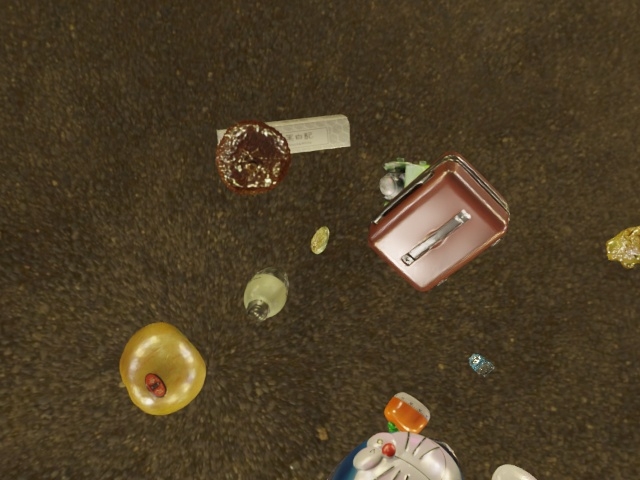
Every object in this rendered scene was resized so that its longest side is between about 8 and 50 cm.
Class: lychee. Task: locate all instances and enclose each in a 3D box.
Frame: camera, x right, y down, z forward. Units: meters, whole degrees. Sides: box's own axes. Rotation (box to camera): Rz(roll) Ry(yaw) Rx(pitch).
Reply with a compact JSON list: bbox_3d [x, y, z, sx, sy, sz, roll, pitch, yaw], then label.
[{"bbox_3d":[-0.162,-0.205,1.533,0.194,0.194,0.195,2,78,-10],"label":"lychee"}]

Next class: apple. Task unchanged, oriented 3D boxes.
[{"bbox_3d":[-0.320,0.260,1.260,0.155,0.182,0.182,-41,88,-16],"label":"apple"}]

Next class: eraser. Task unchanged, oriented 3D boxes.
[{"bbox_3d":[-0.114,-0.321,1.949,0.403,0.098,0.097,-8,110,-10],"label":"eraser"}]

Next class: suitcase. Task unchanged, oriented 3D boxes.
[{"bbox_3d":[0.278,-0.043,1.500,0.236,0.297,0.161,42,32,-10],"label":"suitcase"}]

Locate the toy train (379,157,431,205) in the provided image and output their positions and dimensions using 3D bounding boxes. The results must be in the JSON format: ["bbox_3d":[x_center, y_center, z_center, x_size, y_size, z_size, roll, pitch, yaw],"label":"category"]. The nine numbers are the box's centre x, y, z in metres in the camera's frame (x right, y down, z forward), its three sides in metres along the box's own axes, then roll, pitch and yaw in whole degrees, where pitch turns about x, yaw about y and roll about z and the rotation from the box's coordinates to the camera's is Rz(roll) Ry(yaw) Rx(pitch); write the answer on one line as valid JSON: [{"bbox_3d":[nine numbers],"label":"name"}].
[{"bbox_3d":[0.347,-0.174,2.026,0.307,0.248,0.174,-2,96,-49],"label":"toy train"}]

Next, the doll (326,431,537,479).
[{"bbox_3d":[0.150,0.418,0.945,0.309,0.240,0.284,16,36,24],"label":"doll"}]

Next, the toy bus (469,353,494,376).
[{"bbox_3d":[0.436,0.337,1.703,0.038,0.083,0.046,-45,52,11],"label":"toy bus"}]

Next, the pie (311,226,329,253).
[{"bbox_3d":[0.001,0.000,1.791,0.021,0.084,0.084,25,74,-28],"label":"pie"}]

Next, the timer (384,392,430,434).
[{"bbox_3d":[0.250,0.529,1.877,0.136,0.136,0.099,-55,130,-15],"label":"timer"}]

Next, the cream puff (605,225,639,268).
[{"bbox_3d":[0.540,0.009,1.086,0.083,0.083,0.058,28,39,18],"label":"cream puff"}]

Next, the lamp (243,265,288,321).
[{"bbox_3d":[-0.125,0.119,1.479,0.101,0.250,0.101,3,111,7],"label":"lamp"}]
